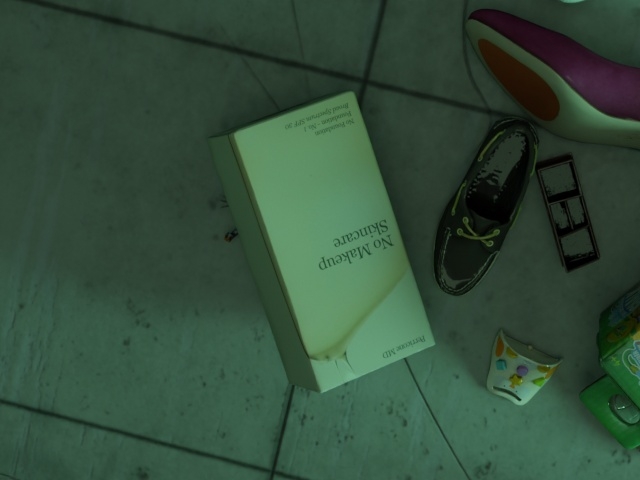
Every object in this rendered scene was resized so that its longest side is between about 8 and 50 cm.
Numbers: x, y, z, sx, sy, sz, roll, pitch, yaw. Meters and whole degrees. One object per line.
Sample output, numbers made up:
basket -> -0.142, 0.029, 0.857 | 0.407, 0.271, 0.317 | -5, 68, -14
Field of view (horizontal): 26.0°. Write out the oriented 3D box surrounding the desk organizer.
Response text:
desk organizer -> 0.288, -0.031, 1.612 | 0.047, 0.050, 0.130 | -16, 98, 9

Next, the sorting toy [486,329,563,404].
sorting toy -> 0.236, 0.161, 1.664 | 0.083, 0.045, 0.075 | 25, 121, 1

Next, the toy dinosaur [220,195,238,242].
toy dinosaur -> -0.079, -0.026, 1.660 | 0.090, 0.047, 0.082 | 22, 120, -9

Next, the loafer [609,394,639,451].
loafer -> 0.386, 0.229, 1.660 | 0.125, 0.039, 0.045 | 45, 61, -4

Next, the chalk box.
chalk box -> 0.426, 0.127, 1.552 | 0.289, 0.179, 0.180 | -42, 92, 18

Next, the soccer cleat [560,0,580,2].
soccer cleat -> 0.299, -0.421, 1.492 | 0.116, 0.143, 0.331 | 7, 101, 5

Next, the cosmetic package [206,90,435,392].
cosmetic package -> 0.000, 0.000, 1.591 | 0.160, 0.113, 0.309 | -22, 98, -19

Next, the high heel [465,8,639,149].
high heel -> 0.352, -0.184, 1.572 | 0.377, 0.127, 0.181 | 37, 73, 3

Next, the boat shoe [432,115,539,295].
boat shoe -> 0.188, -0.036, 1.613 | 0.081, 0.069, 0.228 | 21, 102, 2
